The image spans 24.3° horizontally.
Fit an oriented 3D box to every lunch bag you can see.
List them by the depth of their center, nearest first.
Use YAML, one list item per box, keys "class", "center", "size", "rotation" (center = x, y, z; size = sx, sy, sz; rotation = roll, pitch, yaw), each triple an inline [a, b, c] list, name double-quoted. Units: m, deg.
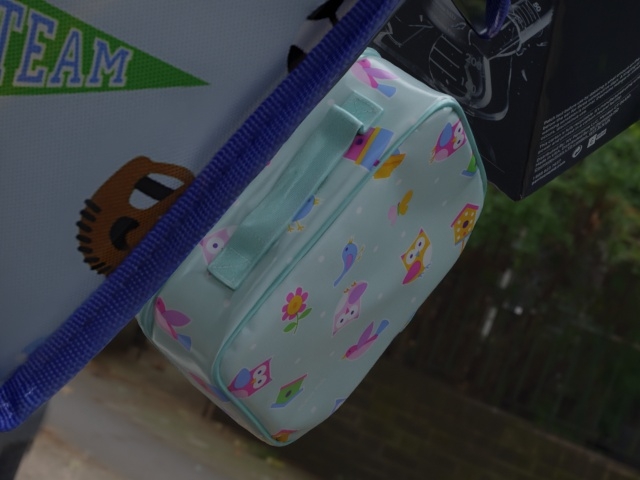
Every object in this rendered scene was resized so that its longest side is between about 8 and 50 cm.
- class: "lunch bag"
  center: [-0.052, -0.161, 0.617]
  size: [0.239, 0.385, 0.328]
  rotation: [39, 14, -14]
- class: "lunch bag"
  center: [0.000, 0.000, 1.083]
  size: [0.108, 0.279, 0.224]
  rotation: [34, -10, 29]

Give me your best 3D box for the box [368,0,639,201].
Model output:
- class: "box"
  center: [0.128, -0.270, 1.303]
  size: [0.343, 0.179, 0.312]
  rotation: [40, -33, 29]
